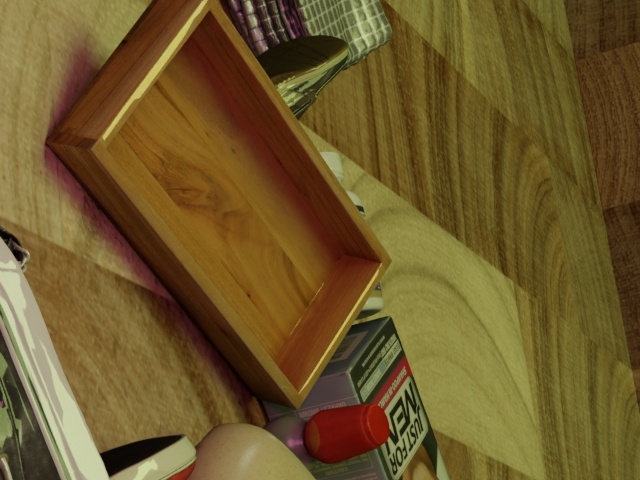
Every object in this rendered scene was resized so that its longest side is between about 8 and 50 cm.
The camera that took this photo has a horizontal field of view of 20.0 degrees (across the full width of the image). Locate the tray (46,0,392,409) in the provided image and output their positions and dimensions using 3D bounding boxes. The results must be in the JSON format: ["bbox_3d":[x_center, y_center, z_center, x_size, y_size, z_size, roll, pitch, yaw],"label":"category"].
[{"bbox_3d":[-0.089,-0.034,1.808,0.203,0.076,0.411,-56,134,-23],"label":"tray"}]

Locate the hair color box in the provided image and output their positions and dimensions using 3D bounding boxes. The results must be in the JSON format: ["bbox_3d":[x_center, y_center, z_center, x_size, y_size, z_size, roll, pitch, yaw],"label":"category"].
[{"bbox_3d":[0.070,0.295,2.021,0.374,0.114,0.185,70,22,-11],"label":"hair color box"}]

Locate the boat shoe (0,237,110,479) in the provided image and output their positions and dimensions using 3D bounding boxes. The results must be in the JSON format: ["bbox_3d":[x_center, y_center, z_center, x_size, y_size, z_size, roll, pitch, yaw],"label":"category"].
[{"bbox_3d":[-0.267,0.098,1.332,0.119,0.121,0.335,-31,92,-40],"label":"boat shoe"}]

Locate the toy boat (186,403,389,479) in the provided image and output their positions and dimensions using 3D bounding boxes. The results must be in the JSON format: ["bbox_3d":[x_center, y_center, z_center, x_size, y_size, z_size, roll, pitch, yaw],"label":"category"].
[{"bbox_3d":[-0.041,0.271,1.765,0.267,0.148,0.318,60,33,-19],"label":"toy boat"}]

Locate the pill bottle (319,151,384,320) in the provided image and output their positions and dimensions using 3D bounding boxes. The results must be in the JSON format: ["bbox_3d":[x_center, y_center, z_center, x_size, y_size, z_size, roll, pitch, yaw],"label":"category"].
[{"bbox_3d":[0.000,0.000,2.054,0.112,0.112,0.186,10,66,-66],"label":"pill bottle"}]

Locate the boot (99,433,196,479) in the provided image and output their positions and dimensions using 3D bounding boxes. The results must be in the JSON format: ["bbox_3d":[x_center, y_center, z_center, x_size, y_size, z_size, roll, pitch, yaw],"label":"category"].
[{"bbox_3d":[-0.162,0.276,1.519,0.244,0.088,0.176,-37,110,-58],"label":"boot"}]

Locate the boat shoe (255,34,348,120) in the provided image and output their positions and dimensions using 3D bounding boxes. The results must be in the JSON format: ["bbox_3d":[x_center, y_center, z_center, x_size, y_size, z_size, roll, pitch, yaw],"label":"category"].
[{"bbox_3d":[-0.052,-0.160,2.029,0.223,0.080,0.073,-37,133,-37],"label":"boat shoe"}]

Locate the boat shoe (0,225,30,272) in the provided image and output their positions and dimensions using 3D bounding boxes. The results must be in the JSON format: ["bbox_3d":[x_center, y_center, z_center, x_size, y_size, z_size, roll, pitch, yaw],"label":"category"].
[{"bbox_3d":[-0.269,0.021,1.454,0.206,0.065,0.075,60,26,-32],"label":"boat shoe"}]

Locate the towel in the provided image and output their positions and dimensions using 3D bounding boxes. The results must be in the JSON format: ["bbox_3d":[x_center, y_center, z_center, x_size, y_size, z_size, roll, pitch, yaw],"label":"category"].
[{"bbox_3d":[-0.030,-0.324,2.191,0.283,0.121,0.235,70,23,-11],"label":"towel"}]
